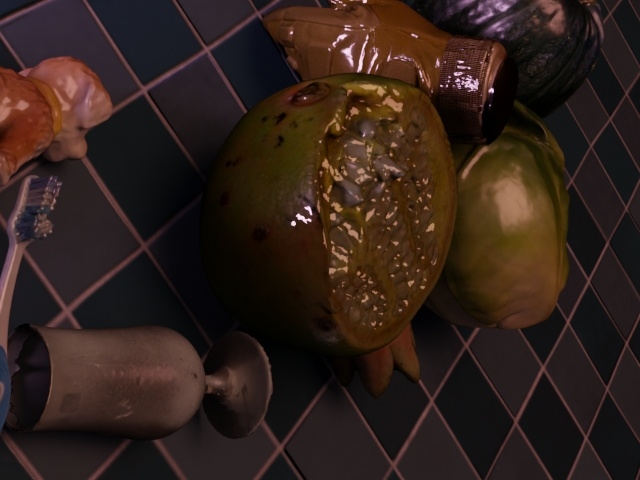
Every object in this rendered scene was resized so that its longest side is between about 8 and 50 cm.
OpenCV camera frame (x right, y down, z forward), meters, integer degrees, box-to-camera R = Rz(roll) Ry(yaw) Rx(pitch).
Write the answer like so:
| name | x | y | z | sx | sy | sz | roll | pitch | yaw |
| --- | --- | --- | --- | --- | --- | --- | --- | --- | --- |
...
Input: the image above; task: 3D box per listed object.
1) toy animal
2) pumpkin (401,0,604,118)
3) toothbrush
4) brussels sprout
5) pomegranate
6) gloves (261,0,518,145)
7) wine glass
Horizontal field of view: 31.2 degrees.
| name | x | y | z | sx | sy | sz | roll | pitch | yaw |
| --- | --- | --- | --- | --- | --- | --- | --- | --- | --- |
| toy animal | -0.275 | -0.142 | 0.997 | 0.185 | 0.104 | 0.184 | -36 | 101 | -48 |
| pumpkin | 0.231 | -0.316 | 1.563 | 0.197 | 0.263 | 0.293 | 0 | 71 | -43 |
| toothbrush | -0.261 | 0.127 | 0.888 | 0.040 | 0.040 | 0.386 | 26 | 67 | -40 |
| brussels sprout | 0.184 | -0.037 | 1.382 | 0.259 | 0.227 | 0.294 | -12 | 91 | -55 |
| pomegranate | 0.000 | 0.000 | 1.183 | 0.310 | 0.216 | 0.358 | -53 | 143 | -45 |
| gloves | 0.060 | -0.200 | 1.300 | 0.141 | 0.331 | 0.154 | -50 | 145 | -32 |
| wine glass | -0.159 | 0.123 | 0.997 | 0.231 | 0.103 | 0.103 | 10 | 64 | -45 |
